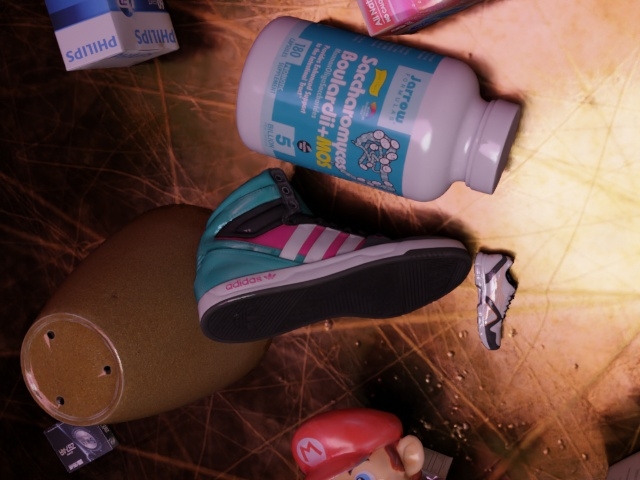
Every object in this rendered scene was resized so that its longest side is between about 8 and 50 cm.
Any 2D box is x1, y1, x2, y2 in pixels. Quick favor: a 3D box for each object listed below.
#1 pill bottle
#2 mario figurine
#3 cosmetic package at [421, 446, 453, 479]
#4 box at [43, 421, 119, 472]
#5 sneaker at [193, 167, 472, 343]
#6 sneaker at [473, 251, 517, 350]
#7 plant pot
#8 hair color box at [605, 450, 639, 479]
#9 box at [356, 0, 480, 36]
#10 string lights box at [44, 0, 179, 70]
[{"bbox_3d":[0.060,-0.126,0.908,0.264,0.146,0.146,17,107,14],"label":"pill bottle"},{"bbox_3d":[0.076,0.316,0.923,0.198,0.170,0.320,-39,96,-13],"label":"mario figurine"},{"bbox_3d":[0.073,0.350,1.060,0.099,0.060,0.239,20,107,15],"label":"cosmetic package"},{"bbox_3d":[-0.316,0.261,1.194,0.083,0.018,0.067,-30,91,22],"label":"box"},{"bbox_3d":[0.000,0.000,0.976,0.295,0.178,0.124,-9,142,-15],"label":"sneaker"},{"bbox_3d":[0.189,0.066,0.966,0.044,0.040,0.109,-2,103,16],"label":"sneaker"},{"bbox_3d":[-0.204,0.099,0.993,0.237,0.254,0.237,5,104,19],"label":"plant pot"},{"bbox_3d":[0.433,0.212,0.814,0.374,0.185,0.113,-40,87,30],"label":"hair color box"},{"bbox_3d":[0.071,-0.360,0.851,0.154,0.142,0.300,-20,95,23],"label":"box"},{"bbox_3d":[-0.248,-0.321,0.973,0.077,0.133,0.259,-13,98,20],"label":"string lights box"}]
